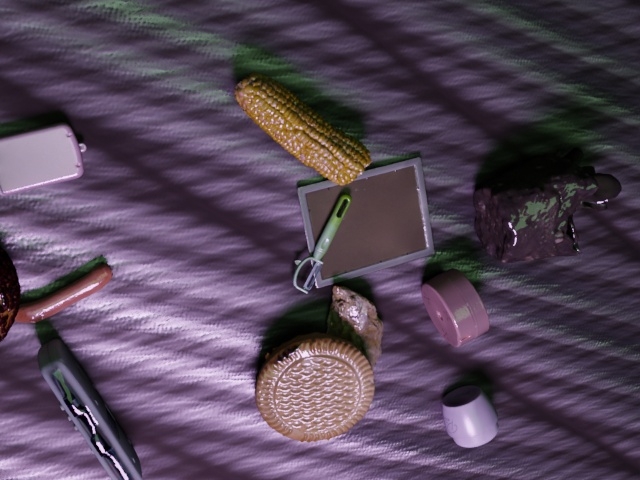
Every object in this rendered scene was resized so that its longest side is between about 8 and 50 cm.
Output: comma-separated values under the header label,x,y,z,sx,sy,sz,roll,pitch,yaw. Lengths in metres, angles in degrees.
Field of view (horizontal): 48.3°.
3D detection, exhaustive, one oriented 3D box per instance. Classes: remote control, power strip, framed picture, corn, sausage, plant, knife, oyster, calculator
label,x,y,z,sx,sy,sz,roll,pitch,yaw
remote control,-0.411,0.310,1.273,0.056,0.140,0.296,-31,111,-14
power strip,0.275,0.136,1.468,0.078,0.154,0.154,-26,109,-9
framed picture,0.096,-0.038,1.436,0.274,0.017,0.217,-14,107,-16
corn,-0.033,-0.204,1.309,0.292,0.101,0.101,35,89,-24
sausage,-0.455,0.098,1.263,0.186,0.043,0.043,-28,110,-11
plant,0.464,-0.068,1.471,0.276,0.199,0.188,-21,114,-10
knife,0.000,0.000,1.394,0.054,0.015,0.212,27,93,-15
oyster,0.078,0.189,1.454,0.133,0.072,0.209,1,104,-16
calculator,-0.483,-0.138,1.203,0.175,0.032,0.100,-16,107,-16

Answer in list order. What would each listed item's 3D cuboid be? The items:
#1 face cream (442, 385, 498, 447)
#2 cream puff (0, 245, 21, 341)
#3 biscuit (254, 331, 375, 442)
label,x,y,z,sx,sy,sz,roll,pitch,yaw
face cream,0.326,0.384,1.559,0.117,0.117,0.104,-26,101,-12
cream puff,-0.606,0.093,1.142,0.239,0.165,0.239,-3,101,-16
biscuit,-0.012,0.294,1.418,0.259,0.079,0.259,-3,112,-6
